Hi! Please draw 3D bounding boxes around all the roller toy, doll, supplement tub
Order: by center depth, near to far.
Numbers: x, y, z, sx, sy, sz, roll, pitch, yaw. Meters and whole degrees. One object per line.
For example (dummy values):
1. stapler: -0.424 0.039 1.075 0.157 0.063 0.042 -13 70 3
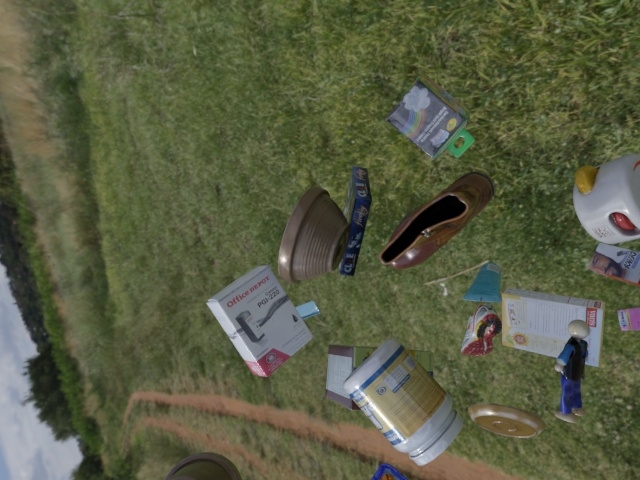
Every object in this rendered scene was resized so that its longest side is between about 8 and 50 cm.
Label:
1. supplement tub: 0.157 0.305 0.868 0.200 0.144 0.144 47 146 13
2. doll: 0.489 0.244 0.873 0.046 0.129 0.189 8 100 51
3. roller toy: 0.703 -0.093 1.066 0.146 0.209 0.191 -29 70 60

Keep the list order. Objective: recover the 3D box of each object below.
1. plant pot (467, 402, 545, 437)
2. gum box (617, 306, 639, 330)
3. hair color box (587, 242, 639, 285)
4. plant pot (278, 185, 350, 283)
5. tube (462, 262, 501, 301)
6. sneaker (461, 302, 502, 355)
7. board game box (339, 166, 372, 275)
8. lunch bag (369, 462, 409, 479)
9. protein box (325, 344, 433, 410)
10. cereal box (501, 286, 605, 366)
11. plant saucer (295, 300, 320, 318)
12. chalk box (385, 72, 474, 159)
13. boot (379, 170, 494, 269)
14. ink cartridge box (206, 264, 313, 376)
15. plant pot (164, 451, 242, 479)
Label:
1. plant pot: 0.599 0.590 1.468 0.236 0.032 0.236 15 147 10
2. gum box: 0.967 0.217 1.275 0.107 0.188 0.062 93 174 -76
3. hair color box: 0.915 0.073 1.373 0.093 0.053 0.167 -65 22 3
4. plant pot: 0.000 0.000 1.068 0.109 0.237 0.238 19 130 16
5. tube: 0.396 0.105 1.078 0.080 0.207 0.052 -5 102 27
6. sneaker: 0.495 0.280 1.400 0.093 0.087 0.225 -87 5 -47
7. board game box: 0.087 -0.050 1.206 0.165 0.042 0.243 -89 7 -54
8. lunch bag: 0.270 0.749 1.016 0.385 0.239 0.328 17 142 52
9. protein box: 0.137 0.329 1.101 0.201 0.199 0.136 145 130 -71
10. cereal box: 0.611 0.225 1.203 0.240 0.047 0.173 8 116 36
11. plant saucer: -0.095 0.314 1.966 0.192 0.018 0.067 -24 107 21
12. chalk box: 0.300 -0.309 1.178 0.213 0.132 0.132 40 122 -2
13. boot: 0.170 -0.002 0.760 0.264 0.280 0.096 -37 87 33
14. ink cartridge box: -0.144 0.190 1.089 0.218 0.158 0.092 58 151 -7
15. plant pot: -0.375 0.765 1.332 0.263 0.263 0.229 58 170 24
